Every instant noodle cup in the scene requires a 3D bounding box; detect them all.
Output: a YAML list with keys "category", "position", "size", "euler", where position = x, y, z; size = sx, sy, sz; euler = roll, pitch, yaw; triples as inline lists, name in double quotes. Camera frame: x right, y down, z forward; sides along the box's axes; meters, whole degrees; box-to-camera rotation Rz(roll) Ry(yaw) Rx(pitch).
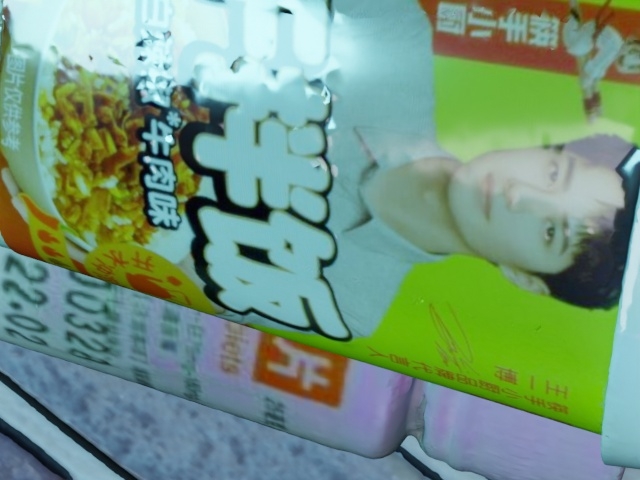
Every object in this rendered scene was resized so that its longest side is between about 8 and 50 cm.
- category: "instant noodle cup"
  position: [0.030, -0.068, 0.847]
  size: [0.308, 0.294, 0.294]
  euler: [11, 119, 13]

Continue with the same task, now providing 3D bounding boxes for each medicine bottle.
- category: "medicine bottle"
  position: [0.000, 0.000, 1.078]
  size: [0.388, 0.219, 0.219]
  euler: [18, 120, 8]
